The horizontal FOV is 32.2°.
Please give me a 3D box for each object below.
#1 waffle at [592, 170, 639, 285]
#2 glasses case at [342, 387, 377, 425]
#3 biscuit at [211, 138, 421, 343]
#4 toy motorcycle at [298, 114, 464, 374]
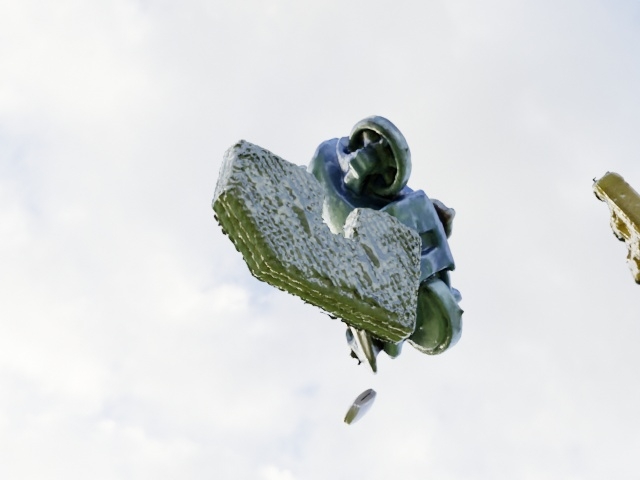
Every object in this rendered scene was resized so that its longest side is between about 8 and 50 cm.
[{"bbox_3d":[0.231,0.024,0.783,0.023,0.097,0.152,-33,-35,-4],"label":"waffle"},{"bbox_3d":[0.049,0.203,1.356,0.021,0.083,0.032,35,-71,13],"label":"glasses case"},{"bbox_3d":[0.000,0.000,1.170,0.250,0.147,0.046,27,-42,-19],"label":"biscuit"},{"bbox_3d":[0.050,0.009,1.394,0.241,0.182,0.319,-11,-77,28],"label":"toy motorcycle"}]
